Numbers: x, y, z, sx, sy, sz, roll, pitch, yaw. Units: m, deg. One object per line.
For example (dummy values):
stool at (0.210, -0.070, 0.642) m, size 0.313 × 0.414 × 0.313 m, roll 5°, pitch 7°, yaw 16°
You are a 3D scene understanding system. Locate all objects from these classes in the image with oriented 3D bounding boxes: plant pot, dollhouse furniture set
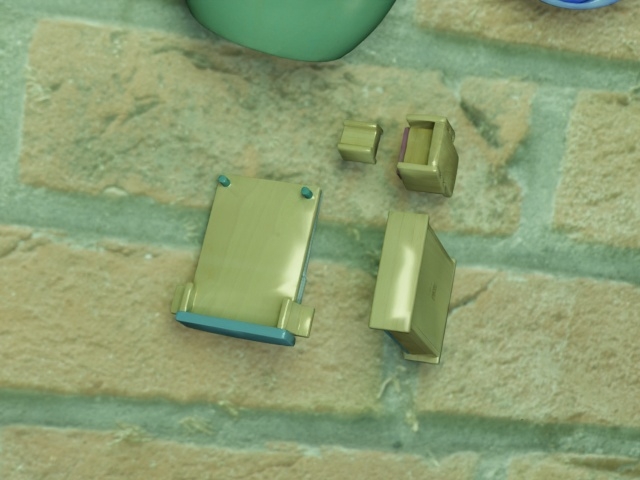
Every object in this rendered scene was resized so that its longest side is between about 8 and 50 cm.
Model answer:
plant pot at (-0.028, -0.334, 1.367) m, size 0.293 × 0.293 × 0.235 m, roll 12°, pitch 115°, yaw -14°
dollhouse furniture set at (0.000, 0.000, 1.541) m, size 0.303 × 0.198 × 0.286 m, roll 7°, pitch 76°, yaw 17°

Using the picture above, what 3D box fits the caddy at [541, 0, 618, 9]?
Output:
caddy at (0.267, -0.432, 1.459) m, size 0.241 × 0.179 × 0.341 m, roll -35°, pitch 106°, yaw -3°
